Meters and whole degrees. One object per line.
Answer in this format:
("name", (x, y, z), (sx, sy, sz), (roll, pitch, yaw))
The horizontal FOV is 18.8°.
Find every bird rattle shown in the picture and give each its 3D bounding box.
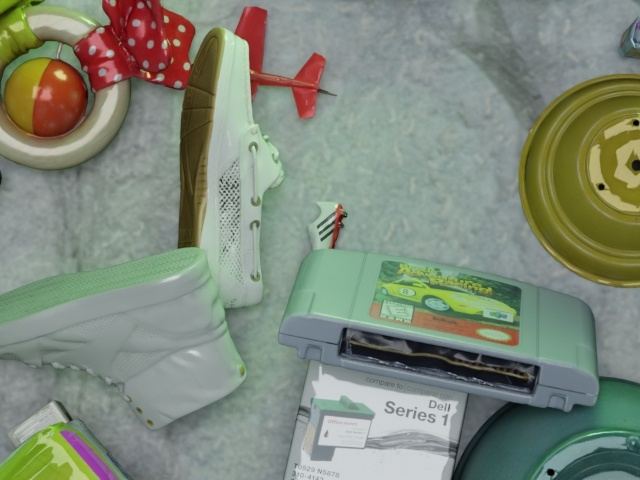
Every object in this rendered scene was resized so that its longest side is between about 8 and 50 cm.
("bird rattle", (-0.258, -0.172, 1.933), (0.253, 0.143, 0.207), (14, 95, -8))

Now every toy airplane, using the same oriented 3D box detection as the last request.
("toy airplane", (-0.058, -0.161, 1.945), (0.151, 0.028, 0.151), (0, 81, 2))

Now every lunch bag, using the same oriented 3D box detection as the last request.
("lunch bag", (0.337, -0.209, 1.914), (0.083, 0.071, 0.053), (-33, 86, -4))

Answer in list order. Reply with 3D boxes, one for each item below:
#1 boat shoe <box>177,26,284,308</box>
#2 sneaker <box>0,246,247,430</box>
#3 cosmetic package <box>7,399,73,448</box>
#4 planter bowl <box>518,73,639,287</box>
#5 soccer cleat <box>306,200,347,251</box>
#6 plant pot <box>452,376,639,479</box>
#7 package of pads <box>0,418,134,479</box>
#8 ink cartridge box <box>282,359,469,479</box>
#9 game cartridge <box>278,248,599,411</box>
("boat shoe", (-0.084, -0.069, 1.905), (0.096, 0.098, 0.277), (3, 95, -20))
("sneaker", (-0.215, 0.118, 1.873), (0.292, 0.108, 0.169), (-11, 113, 25))
("cosmetic package", (-0.249, 0.219, 1.895), (0.060, 0.041, 0.115), (-34, 82, -2))
("planter bowl", (0.305, -0.067, 1.886), (0.217, 0.090, 0.217), (0, 82, 2))
("soccer cleat", (0.000, 0.000, 1.923), (0.035, 0.029, 0.083), (15, 80, 13))
("plant pot", (0.264, 0.265, 1.790), (0.293, 0.196, 0.293), (0, 82, 2))
("package of pads", (-0.276, 0.336, 1.823), (0.296, 0.101, 0.229), (-44, 83, 9))
("ink cartridge box", (0.051, 0.202, 1.858), (0.160, 0.092, 0.219), (11, 83, 3))
("game cartridge", (0.115, 0.078, 1.823), (0.294, 0.196, 0.060), (11, 107, 2))
